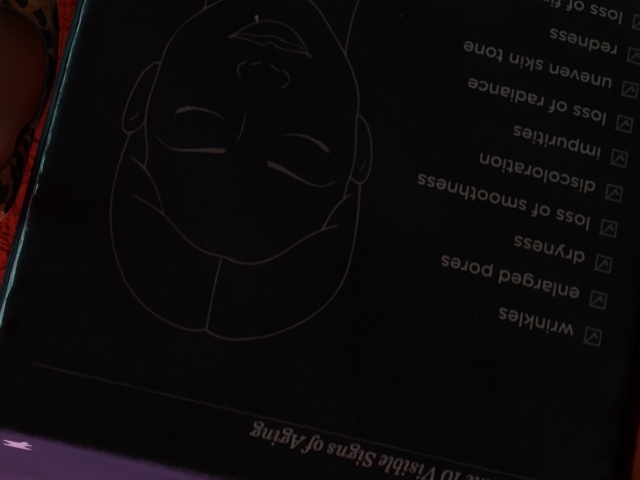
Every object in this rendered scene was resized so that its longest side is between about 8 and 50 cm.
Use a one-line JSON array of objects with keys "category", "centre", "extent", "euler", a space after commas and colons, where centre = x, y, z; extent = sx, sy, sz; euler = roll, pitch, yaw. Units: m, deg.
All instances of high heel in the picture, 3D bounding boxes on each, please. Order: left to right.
[{"category": "high heel", "centre": [-0.236, -0.126, 1.182], "extent": [0.186, 0.093, 0.261], "euler": [-10, 62, 68]}]

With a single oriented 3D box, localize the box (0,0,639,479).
[{"category": "box", "centre": [0.000, 0.000, 1.286], "extent": [0.297, 0.479, 0.472], "euler": [126, 157, -70]}]
